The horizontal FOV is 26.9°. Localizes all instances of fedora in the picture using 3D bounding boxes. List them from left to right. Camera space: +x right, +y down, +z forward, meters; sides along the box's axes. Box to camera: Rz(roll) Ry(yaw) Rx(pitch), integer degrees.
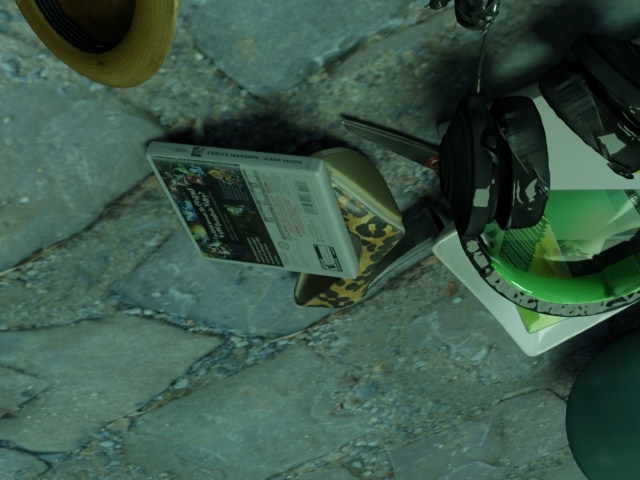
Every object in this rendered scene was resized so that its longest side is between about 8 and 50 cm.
[{"bbox_3d":[-0.155,-0.209,0.983,0.079,0.194,0.194,-40,165,-40],"label":"fedora"}]

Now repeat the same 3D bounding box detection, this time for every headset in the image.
[{"bbox_3d":[0.212,-0.087,1.198,0.243,0.185,0.394,-27,116,10],"label":"headset"}]

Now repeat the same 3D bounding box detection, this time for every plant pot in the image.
[{"bbox_3d":[0.469,0.239,1.771,0.293,0.293,0.235,7,164,-32],"label":"plant pot"}]

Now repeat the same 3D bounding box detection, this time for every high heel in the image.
[{"bbox_3d":[0.000,0.000,1.376,0.186,0.093,0.261,-32,149,19],"label":"high heel"}]

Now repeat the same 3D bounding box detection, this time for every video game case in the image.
[{"bbox_3d":[-0.061,-0.028,1.299,0.173,0.022,0.190,7,150,18],"label":"video game case"}]

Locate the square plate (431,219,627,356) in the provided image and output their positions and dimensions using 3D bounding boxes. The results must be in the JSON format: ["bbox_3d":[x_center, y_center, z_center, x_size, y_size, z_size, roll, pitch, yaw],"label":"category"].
[{"bbox_3d":[0.325,-0.024,1.503,0.347,0.049,0.344,-31,145,11],"label":"square plate"}]

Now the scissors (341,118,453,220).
[{"bbox_3d":[0.136,-0.085,1.384,0.109,0.021,0.297,-30,143,20],"label":"scissors"}]

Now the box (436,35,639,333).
[{"bbox_3d":[0.307,-0.071,1.326,0.322,0.058,0.232,-24,107,11],"label":"box"}]
